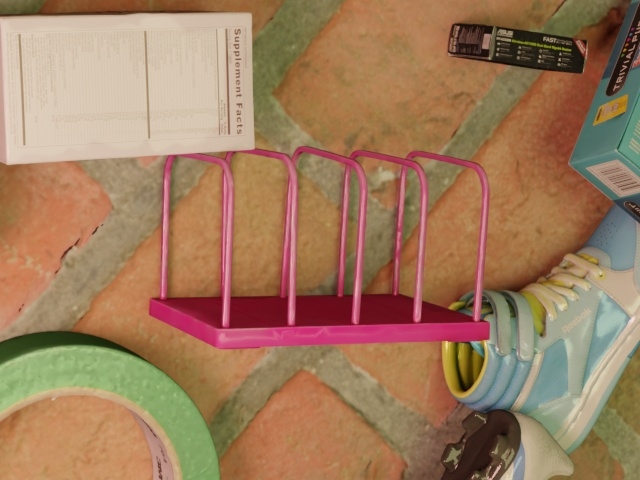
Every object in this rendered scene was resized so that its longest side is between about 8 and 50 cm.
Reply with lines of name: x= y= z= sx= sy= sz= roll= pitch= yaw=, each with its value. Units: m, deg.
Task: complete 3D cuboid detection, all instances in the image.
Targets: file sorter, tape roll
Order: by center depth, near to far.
tape roll: x=-0.261 y=0.254 z=1.648 sx=0.321 sy=0.077 sz=0.321 roll=-3 pitch=99 yaw=-23
file sorter: x=0.000 y=0.000 z=1.658 sx=0.290 sy=0.202 sz=0.182 roll=0 pitch=97 yaw=-24

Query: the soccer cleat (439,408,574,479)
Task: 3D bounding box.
soccer cleat: x=0.149 y=0.334 z=1.794 sx=0.143 sy=0.116 sz=0.331 roll=30 pitch=103 yaw=-32

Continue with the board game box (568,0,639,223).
board game box: x=0.436 y=-0.156 z=1.842 sx=0.253 sy=0.079 sz=0.336 roll=37 pitch=62 yaw=-24

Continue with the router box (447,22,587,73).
router box: x=0.213 y=-0.207 z=1.782 sx=0.122 sy=0.092 sz=0.038 roll=5 pitch=95 yaw=-25

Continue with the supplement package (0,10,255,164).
supplement package: x=-0.198 y=-0.150 z=1.581 sx=0.244 sy=0.134 sz=0.139 roll=-4 pitch=99 yaw=-23

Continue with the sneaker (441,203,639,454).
sneaker: x=0.252 y=0.067 z=1.824 sx=0.208 sy=0.127 sz=0.319 roll=27 pitch=85 yaw=-26
